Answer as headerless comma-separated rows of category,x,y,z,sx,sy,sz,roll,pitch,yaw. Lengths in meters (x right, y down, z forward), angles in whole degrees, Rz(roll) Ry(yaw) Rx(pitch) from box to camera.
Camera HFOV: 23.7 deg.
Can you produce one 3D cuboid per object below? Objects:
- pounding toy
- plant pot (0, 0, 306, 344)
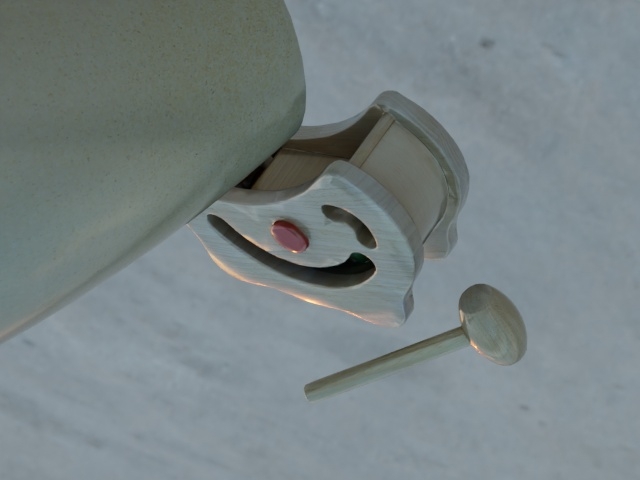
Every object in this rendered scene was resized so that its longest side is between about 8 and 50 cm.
pounding toy,0.000,0.000,0.992,0.269,0.155,0.154,16,147,31
plant pot,-0.156,-0.078,0.881,0.256,0.274,0.256,53,155,38
